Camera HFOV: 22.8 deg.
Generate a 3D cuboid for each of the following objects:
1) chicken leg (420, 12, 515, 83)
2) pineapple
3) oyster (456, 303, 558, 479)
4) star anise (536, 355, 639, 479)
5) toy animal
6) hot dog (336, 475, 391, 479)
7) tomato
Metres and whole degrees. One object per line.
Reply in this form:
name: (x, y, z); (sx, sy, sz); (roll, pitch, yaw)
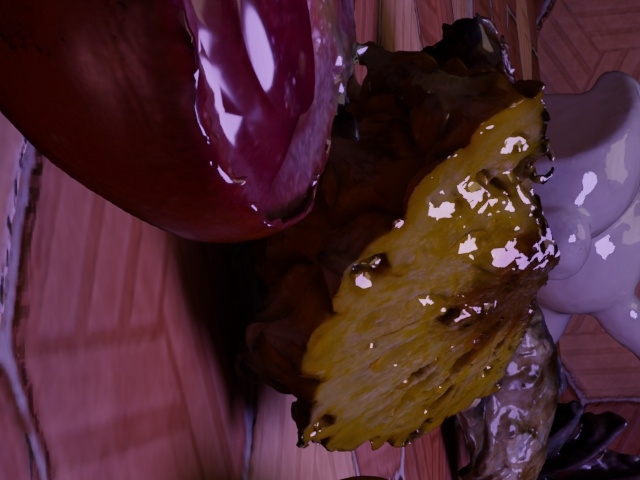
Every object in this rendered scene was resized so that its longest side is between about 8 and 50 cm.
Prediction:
chicken leg: (0.074, -0.028, 1.071); (0.113, 0.093, 0.304); (54, 37, -35)
pineapple: (0.000, -0.003, 0.705); (0.164, 0.140, 0.250); (47, -19, 18)
oyster: (0.132, 0.088, 1.284); (0.294, 0.094, 0.166); (63, 34, -48)
star anise: (0.213, 0.206, 1.462); (0.212, 0.129, 0.282); (30, -54, 59)
toy animal: (0.281, 0.005, 1.769); (0.367, 0.196, 0.241); (70, 26, -46)
hot dog: (0.028, 0.185, 0.720); (0.337, 0.100, 0.135); (54, 25, -70)
tomato: (-0.050, -0.092, 0.433); (0.173, 0.099, 0.189); (69, 23, -48)
